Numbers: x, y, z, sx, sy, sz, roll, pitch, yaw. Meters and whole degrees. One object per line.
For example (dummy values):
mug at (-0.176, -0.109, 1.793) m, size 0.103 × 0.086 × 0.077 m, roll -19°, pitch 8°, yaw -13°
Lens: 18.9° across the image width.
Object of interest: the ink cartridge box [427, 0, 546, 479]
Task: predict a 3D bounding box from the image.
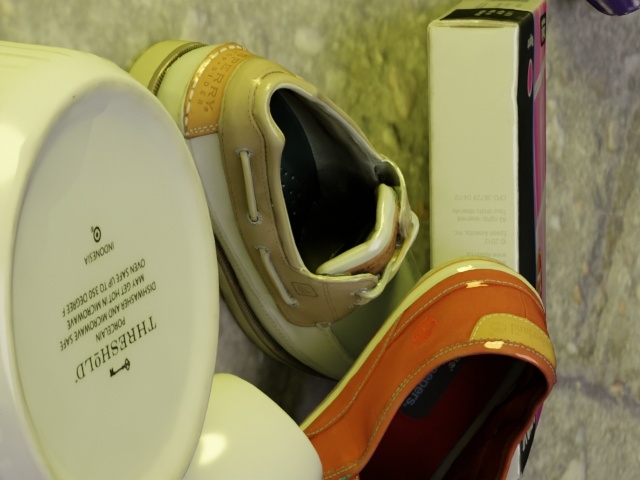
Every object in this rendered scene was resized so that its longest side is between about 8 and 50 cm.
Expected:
ink cartridge box at (0.110, 0.032, 1.255) m, size 0.176 × 0.069 × 0.371 m, roll -47°, pitch 139°, yaw -73°

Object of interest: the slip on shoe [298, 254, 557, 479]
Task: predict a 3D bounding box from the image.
slip on shoe at (0.029, 0.162, 1.140) m, size 0.123 × 0.101 × 0.331 m, roll 28°, pitch 106°, yaw -22°

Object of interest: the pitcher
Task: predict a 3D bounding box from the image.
pitcher at (-0.092, 0.188, 1.081) m, size 0.207 × 0.125 × 0.178 m, roll -45°, pitch 148°, yaw -20°

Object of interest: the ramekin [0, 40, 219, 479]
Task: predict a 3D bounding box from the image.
ramekin at (-0.148, 0.029, 0.905) m, size 0.273 × 0.127 × 0.273 m, roll -3°, pitch 90°, yaw -68°

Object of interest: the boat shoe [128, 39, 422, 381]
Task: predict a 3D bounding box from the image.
boat shoe at (0.000, 0.000, 1.147) m, size 0.302 × 0.103 × 0.113 m, roll 48°, pitch 61°, yaw -43°

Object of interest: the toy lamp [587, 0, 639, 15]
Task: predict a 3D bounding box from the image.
toy lamp at (0.156, -0.262, 1.297) m, size 0.080 × 0.080 × 0.275 m, roll -57°, pitch 133°, yaw -25°
